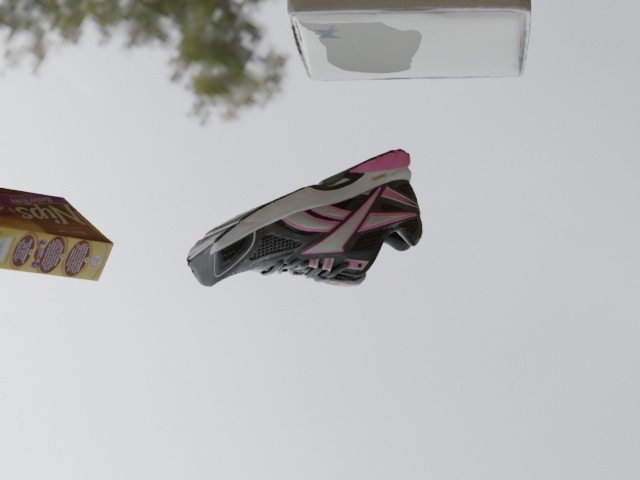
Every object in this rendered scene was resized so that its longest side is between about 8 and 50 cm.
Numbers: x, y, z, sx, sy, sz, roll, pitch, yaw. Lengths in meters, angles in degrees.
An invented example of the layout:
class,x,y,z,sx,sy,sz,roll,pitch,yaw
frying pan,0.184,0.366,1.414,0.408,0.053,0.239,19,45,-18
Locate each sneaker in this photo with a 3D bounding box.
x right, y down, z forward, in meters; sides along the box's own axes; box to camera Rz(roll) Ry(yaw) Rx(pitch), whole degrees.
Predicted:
class,x,y,z,sx,sy,sz,roll,pitch,yaw
sneaker,0.000,0.000,1.251,0.178,0.072,0.077,-23,-90,-23

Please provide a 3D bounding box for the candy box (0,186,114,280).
class,x,y,z,sx,sy,sz,roll,pitch,yaw
candy box,-0.321,-0.011,1.926,0.186,0.053,0.109,8,-158,-45

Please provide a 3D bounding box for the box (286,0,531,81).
class,x,y,z,sx,sy,sz,roll,pitch,yaw
box,0.058,-0.230,1.186,0.148,0.232,0.127,0,166,5
